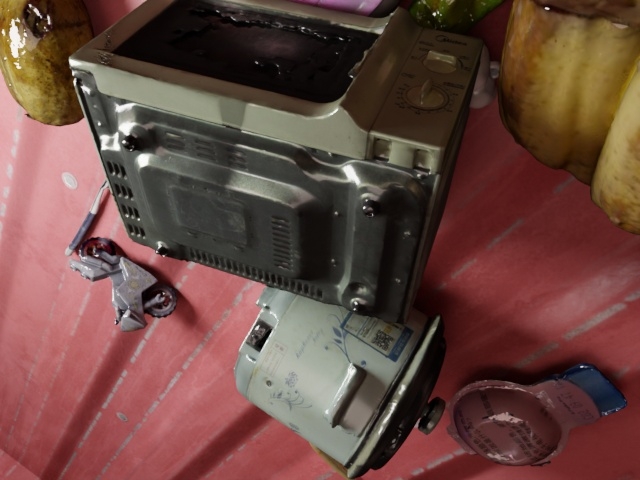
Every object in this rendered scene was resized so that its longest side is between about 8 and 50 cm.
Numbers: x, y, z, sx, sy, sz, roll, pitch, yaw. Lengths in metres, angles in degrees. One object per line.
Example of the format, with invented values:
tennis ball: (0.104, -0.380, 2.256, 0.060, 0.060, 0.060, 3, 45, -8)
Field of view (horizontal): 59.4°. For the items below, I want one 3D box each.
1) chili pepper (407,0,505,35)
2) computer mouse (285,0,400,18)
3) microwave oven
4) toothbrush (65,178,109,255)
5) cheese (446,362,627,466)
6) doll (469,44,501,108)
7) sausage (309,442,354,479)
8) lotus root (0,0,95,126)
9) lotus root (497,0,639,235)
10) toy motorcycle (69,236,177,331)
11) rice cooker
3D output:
chili pepper: (0.172, -0.271, 0.547, 0.072, 0.073, 0.204, 36, 143, -18)
computer mouse: (-0.012, -0.271, 0.630, 0.158, 0.072, 0.310, 35, 138, -18)
microwave oven: (-0.040, -0.087, 0.607, 0.354, 0.219, 0.286, 16, 138, 12)
toothbrush: (-0.435, -0.044, 1.064, 0.026, 0.024, 0.288, 34, 132, -17)
cheese: (0.317, 0.271, 0.863, 0.189, 0.074, 0.286, 43, 128, -7)
doll: (0.124, -0.180, 0.640, 0.162, 0.062, 0.106, -1, 151, 30)
sausage: (0.024, 0.465, 1.190, 0.132, 0.024, 0.024, 45, 131, -9)
lotus root: (-0.393, -0.283, 0.798, 0.145, 0.128, 0.260, 30, 131, 18)
lotus root: (0.284, -0.126, 0.451, 0.316, 0.316, 0.250, 18, 141, 15)
toy motorcycle: (-0.383, 0.091, 1.067, 0.215, 0.122, 0.080, 38, 147, -2)
rice cooker: (0.041, 0.181, 0.818, 0.316, 0.316, 0.264, 30, 92, 5)
